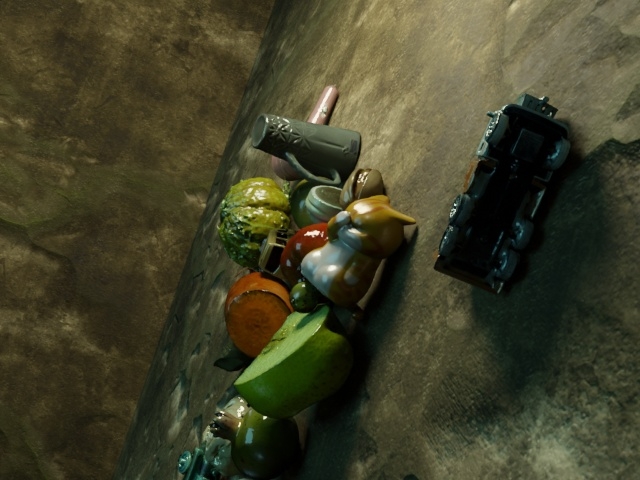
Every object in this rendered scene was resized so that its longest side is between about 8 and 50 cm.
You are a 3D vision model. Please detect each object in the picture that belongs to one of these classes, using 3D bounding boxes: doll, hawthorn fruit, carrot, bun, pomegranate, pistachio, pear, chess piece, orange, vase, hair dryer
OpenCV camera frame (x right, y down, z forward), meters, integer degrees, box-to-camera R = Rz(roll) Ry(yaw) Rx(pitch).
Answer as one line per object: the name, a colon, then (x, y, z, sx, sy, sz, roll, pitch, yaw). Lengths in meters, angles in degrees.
doll: (0.077, 0.027, 1.733, 0.167, 0.162, 0.269, 43, 108, 40)
hawthorn fruit: (0.010, 0.044, 1.928, 0.196, 0.196, 0.225, -57, -8, 29)
carrot: (-0.173, 0.186, 2.161, 0.193, 0.214, 0.331, -50, 9, 10)
bun: (-0.241, 0.523, 2.096, 0.229, 0.145, 0.229, -53, 27, 43)
pomegranate: (-0.031, 0.134, 1.770, 0.073, 0.084, 0.073, -24, 51, 34)
pistachio: (0.108, -0.115, 1.918, 0.113, 0.113, 0.149, -38, 20, 55)
pear: (-0.021, 0.270, 1.736, 0.292, 0.159, 0.292, -39, 9, 8)
chess piece: (0.000, 0.000, 2.069, 0.139, 0.139, 0.271, -106, 30, -60)
orange: (-0.222, -0.059, 2.497, 0.301, 0.223, 0.300, 134, 140, -59)
vase: (-0.038, -0.260, 2.180, 0.156, 0.301, 0.251, -49, 36, 43)
hair dryer: (-0.019, -0.365, 2.498, 0.210, 0.125, 0.352, -11, 52, 66)
pomegranate: (-0.145, 0.460, 1.821, 0.179, 0.210, 0.179, -31, 29, 20)

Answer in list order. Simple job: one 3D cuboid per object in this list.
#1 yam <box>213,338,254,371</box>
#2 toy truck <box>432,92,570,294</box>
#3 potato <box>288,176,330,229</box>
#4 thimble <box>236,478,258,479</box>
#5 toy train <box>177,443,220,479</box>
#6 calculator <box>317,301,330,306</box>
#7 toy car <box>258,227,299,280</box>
yam: (-0.235, 0.321, 2.345, 0.259, 0.106, 0.106, -57, 23, 29)
toy truck: (0.304, -0.095, 1.332, 0.184, 0.133, 0.338, -88, 21, -81)
potato: (-0.034, -0.105, 2.257, 0.160, 0.111, 0.271, -60, 22, 16)
thimble: (-0.139, 0.624, 1.674, 0.204, 0.172, 0.250, -69, 18, -6)
toy train: (-0.361, 0.742, 2.230, 0.194, 0.120, 0.298, 5, 74, 62)
calculator: (-0.022, 0.206, 2.009, 0.146, 0.032, 0.234, -7, 65, 68)
toy car: (-0.110, 0.028, 2.228, 0.256, 0.124, 0.101, -94, 26, -76)
